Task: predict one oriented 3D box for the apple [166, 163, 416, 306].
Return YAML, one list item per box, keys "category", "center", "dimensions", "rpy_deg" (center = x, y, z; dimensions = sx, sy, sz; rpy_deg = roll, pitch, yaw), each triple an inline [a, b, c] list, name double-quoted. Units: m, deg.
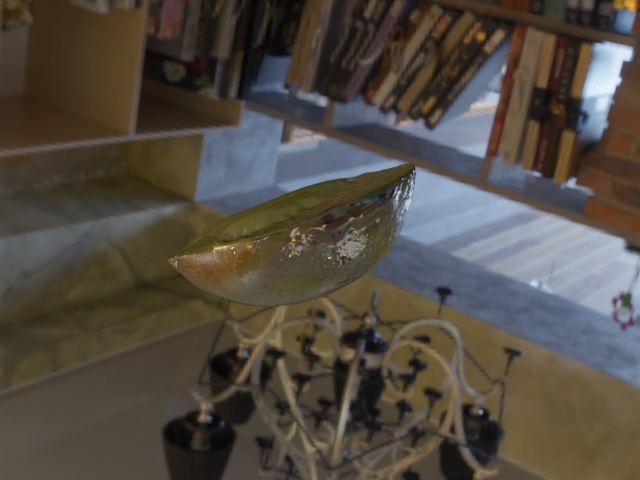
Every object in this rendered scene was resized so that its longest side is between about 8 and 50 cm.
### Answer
- category: "apple"
  center: [0.000, 0.000, 1.020]
  dimensions: [0.265, 0.120, 0.193]
  rpy_deg: [-26, -172, -37]
